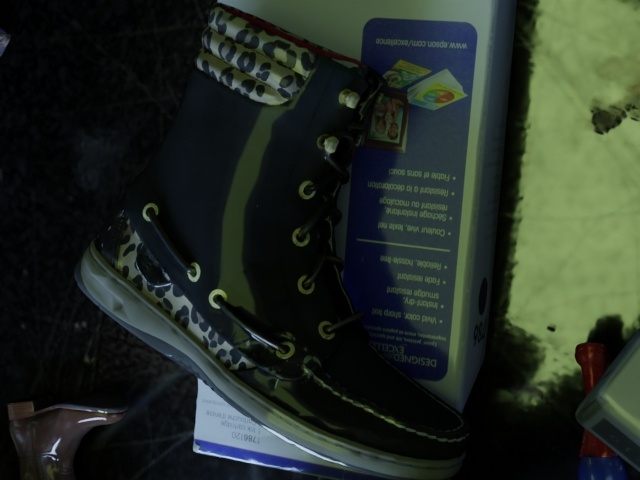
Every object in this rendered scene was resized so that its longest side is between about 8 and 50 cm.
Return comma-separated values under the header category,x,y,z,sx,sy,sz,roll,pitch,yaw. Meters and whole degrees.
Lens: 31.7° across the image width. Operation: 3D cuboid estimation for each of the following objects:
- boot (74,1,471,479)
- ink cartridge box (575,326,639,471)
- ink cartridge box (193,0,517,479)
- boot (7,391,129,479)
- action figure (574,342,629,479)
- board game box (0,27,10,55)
category,x,y,z,sx,sy,sz,roll,pitch,yaw
boot,-0.001,0.000,0.581,0.236,0.085,0.178,30,103,17
ink cartridge box,0.304,0.077,0.534,0.275,0.060,0.239,39,75,12
ink cartridge box,0.018,-0.030,0.648,0.165,0.065,0.332,8,97,20
boot,-0.163,0.161,0.754,0.106,0.037,0.114,-7,90,35
action figure,0.183,0.205,0.606,0.092,0.139,0.280,-2,73,24
board game box,-0.401,-0.120,0.759,0.291,0.141,0.232,36,107,14
